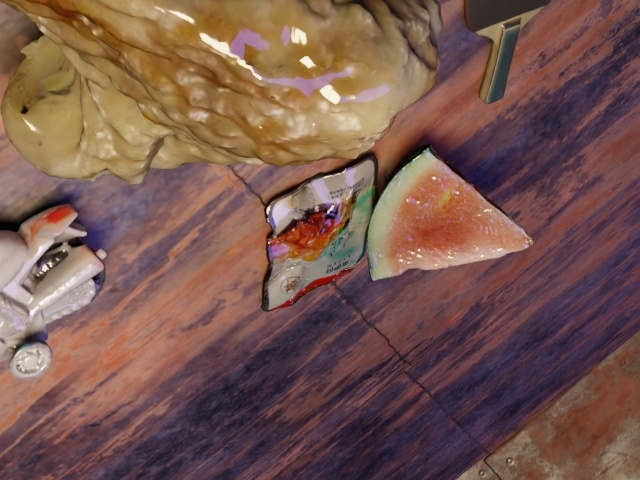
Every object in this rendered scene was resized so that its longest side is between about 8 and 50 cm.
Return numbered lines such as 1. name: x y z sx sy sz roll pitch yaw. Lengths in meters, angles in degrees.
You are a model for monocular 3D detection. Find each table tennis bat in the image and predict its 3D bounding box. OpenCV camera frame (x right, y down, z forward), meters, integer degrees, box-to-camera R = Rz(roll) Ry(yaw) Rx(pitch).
1. table tennis bat: 0.217 -0.269 0.864 0.154 0.021 0.274 -24 143 -22

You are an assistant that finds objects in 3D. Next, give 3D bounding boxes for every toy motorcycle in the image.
1. toy motorcycle: -0.308 0.042 0.646 0.260 0.110 0.171 -27 135 -28

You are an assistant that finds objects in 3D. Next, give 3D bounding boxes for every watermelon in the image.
1. watermelon: 0.157 -0.048 0.973 0.202 0.136 0.207 0 137 -3

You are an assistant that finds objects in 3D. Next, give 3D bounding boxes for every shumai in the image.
1. shumai: -0.092 -0.112 0.491 0.267 0.314 0.262 -24 152 -45

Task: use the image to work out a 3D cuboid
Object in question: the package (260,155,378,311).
1. package: 0.000 0.000 0.964 0.166 0.040 0.232 -24 147 -24
